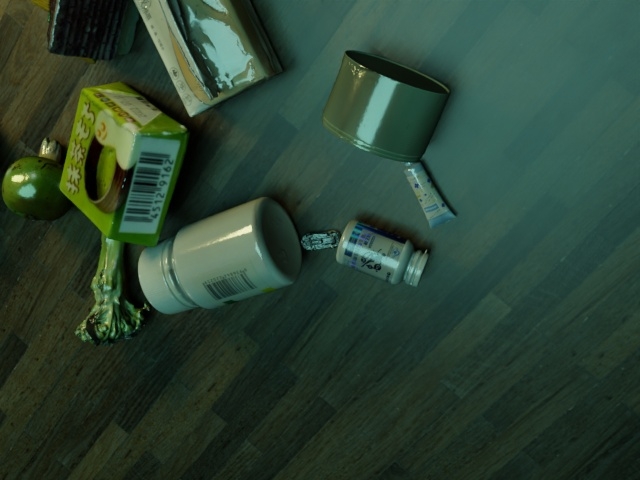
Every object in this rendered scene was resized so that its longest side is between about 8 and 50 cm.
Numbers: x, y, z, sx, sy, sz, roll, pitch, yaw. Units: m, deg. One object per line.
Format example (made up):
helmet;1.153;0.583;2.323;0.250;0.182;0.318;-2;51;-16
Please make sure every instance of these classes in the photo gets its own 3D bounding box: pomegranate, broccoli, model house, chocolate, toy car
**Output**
pomegranate;-0.687;-0.151;1.874;0.179;0.180;0.210;4;77;16
broccoli;-0.528;0.114;1.922;0.145;0.164;0.304;10;98;47
model house;-0.538;-0.530;1.649;0.230;0.249;0.281;24;112;10
chocolate;-0.458;-0.177;1.737;0.288;0.137;0.301;38;116;36
toy car;0.000;0.000;1.768;0.093;0.025;0.041;-5;104;14

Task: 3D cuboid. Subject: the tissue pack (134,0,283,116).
tissue pack;-0.256;-0.439;1.604;0.238;0.238;0.306;-21;99;22

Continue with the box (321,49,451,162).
box;0.128;-0.271;1.534;0.226;0.226;0.149;25;112;8

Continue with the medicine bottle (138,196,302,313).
medicine bottle;-0.233;0.046;1.757;0.339;0.208;0.208;-18;101;23

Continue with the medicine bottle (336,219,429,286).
medicine bottle;0.139;0.033;1.691;0.191;0.107;0.107;21;112;10

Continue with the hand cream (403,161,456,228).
hand cream;0.227;-0.109;1.656;0.065;0.043;0.171;-25;103;28
